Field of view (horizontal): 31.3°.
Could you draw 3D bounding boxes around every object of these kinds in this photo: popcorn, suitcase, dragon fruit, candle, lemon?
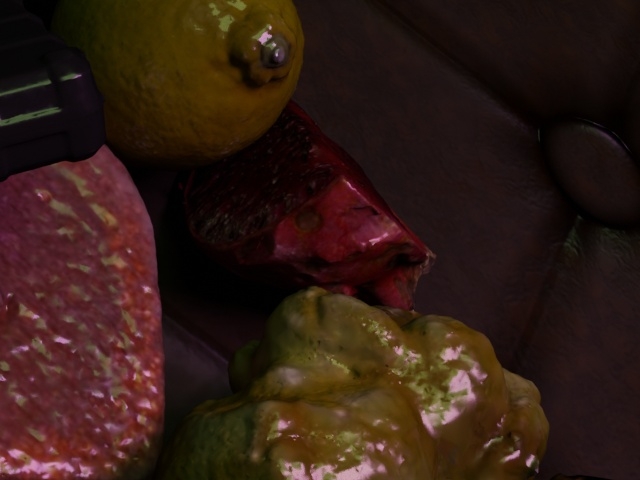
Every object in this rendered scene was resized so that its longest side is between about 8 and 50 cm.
[{"bbox_3d":[0.011,0.161,0.715,0.225,0.276,0.276,17,45,15],"label":"popcorn"},{"bbox_3d":[-0.269,-0.099,0.735,0.206,0.066,0.285,-17,28,-20],"label":"suitcase"},{"bbox_3d":[0.000,0.000,0.920,0.211,0.134,0.262,37,9,-23],"label":"dragon fruit"},{"bbox_3d":[-0.219,0.066,0.742,0.287,0.131,0.317,48,48,3],"label":"candle"},{"bbox_3d":[-0.107,-0.144,0.860,0.184,0.248,0.184,2,86,-39],"label":"lemon"}]

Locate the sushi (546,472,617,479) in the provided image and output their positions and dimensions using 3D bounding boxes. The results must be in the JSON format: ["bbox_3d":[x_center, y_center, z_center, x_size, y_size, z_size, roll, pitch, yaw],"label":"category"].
[{"bbox_3d":[0.192,0.275,0.805,0.204,0.200,0.213,17,75,-22],"label":"sushi"}]

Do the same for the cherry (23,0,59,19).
[{"bbox_3d":[-0.214,-0.291,0.961,0.266,0.183,0.213,36,61,-35],"label":"cherry"}]
